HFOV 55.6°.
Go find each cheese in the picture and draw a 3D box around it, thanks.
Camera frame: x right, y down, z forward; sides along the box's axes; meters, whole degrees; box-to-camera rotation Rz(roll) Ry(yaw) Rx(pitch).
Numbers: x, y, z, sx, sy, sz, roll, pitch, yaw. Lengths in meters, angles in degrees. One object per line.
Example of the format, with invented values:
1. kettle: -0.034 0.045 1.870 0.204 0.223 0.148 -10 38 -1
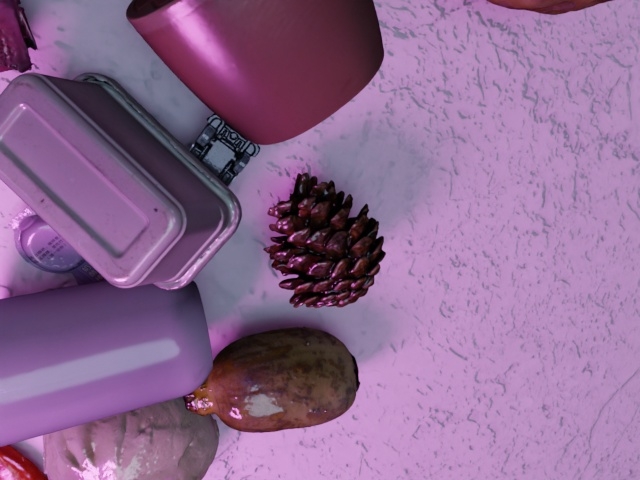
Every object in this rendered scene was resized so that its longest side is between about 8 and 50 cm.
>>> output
1. cheese: -0.382 0.020 0.924 0.105 0.042 0.191 -37 125 4

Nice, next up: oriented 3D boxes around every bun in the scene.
1. bun: -0.317 0.372 1.010 0.293 0.187 0.293 -5 112 -11

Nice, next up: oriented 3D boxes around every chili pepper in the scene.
1. chili pepper: -0.532 0.392 1.029 0.088 0.065 0.169 -30 112 -20

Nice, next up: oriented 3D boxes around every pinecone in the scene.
1. pinecone: -0.001 0.005 0.952 0.204 0.179 0.184 47 55 -21

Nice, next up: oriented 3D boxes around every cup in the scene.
1. cup: -0.328 0.163 0.904 0.312 0.205 0.206 -10 114 -17

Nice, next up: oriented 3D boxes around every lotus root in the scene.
1. lotus root: -0.074 0.242 1.025 0.309 0.173 0.173 -4 113 -27

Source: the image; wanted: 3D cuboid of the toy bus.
1. toy bus: -0.179 -0.095 0.909 0.087 0.089 0.194 36 99 -17

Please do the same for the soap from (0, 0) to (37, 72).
1. soap: -0.490 -0.227 0.719 0.289 0.182 0.112 -12 115 -6

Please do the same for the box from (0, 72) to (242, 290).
1. box: -0.274 -0.077 0.777 0.312 0.182 0.175 43 98 2

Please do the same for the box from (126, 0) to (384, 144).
1. box: -0.067 -0.274 0.762 0.301 0.301 0.216 -37 121 1

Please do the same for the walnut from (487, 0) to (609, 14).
1. walnut: 0.337 -0.473 0.784 0.383 0.383 0.384 -6 113 -14
